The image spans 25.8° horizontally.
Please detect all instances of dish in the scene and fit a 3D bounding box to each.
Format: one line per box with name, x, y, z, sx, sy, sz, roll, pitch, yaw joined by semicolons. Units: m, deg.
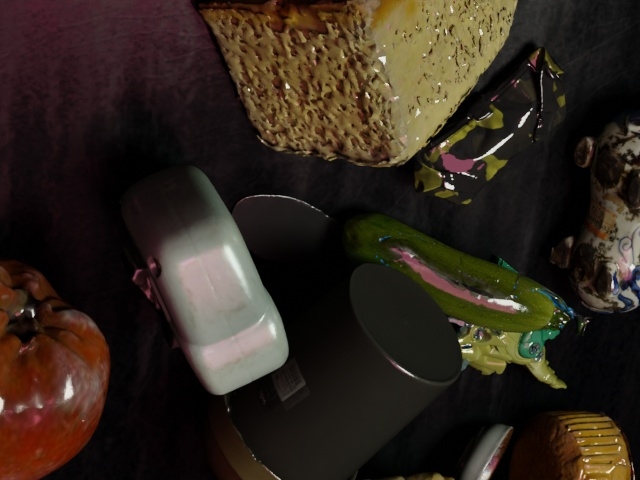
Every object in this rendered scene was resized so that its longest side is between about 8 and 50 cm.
dish;0.198;0.300;1.920;0.141;0.078;0.141;-55;164;-25

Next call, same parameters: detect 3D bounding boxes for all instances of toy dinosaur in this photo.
toy dinosaur;0.262;0.125;1.844;0.259;0.094;0.153;26;101;-35

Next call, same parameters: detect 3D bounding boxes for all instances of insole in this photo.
insole;0.000;0.000;1.717;0.253;0.005;0.086;17;110;-28

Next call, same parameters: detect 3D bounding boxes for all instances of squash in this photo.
squash;0.175;0.054;1.716;0.331;0.087;0.087;22;108;-10

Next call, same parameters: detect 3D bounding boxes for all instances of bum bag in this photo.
bum bag;0.208;-0.130;1.699;0.232;0.060;0.107;-40;115;-1

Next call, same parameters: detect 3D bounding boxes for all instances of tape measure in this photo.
tape measure;-0.140;0.043;1.551;0.125;0.243;0.246;-28;116;-8

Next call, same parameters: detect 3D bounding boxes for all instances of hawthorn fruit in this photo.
hawthorn fruit;-0.368;0.147;1.494;0.284;0.284;0.284;-10;120;-17

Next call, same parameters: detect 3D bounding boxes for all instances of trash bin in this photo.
trash bin;-0.004;0.189;1.677;0.214;0.214;0.334;27;123;-31

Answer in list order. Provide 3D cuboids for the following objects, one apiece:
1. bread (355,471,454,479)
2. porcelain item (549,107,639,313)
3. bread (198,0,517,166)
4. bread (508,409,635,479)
bread;0.062;0.394;1.837;0.311;0.121;0.173;-11;121;12
porcelain item;0.416;-0.036;1.795;0.186;0.138;0.288;-9;121;-30
bread;0.055;-0.265;1.564;0.315;0.279;0.248;-57;137;-40
bread;0.336;0.325;1.917;0.104;0.199;0.199;2;116;-22
